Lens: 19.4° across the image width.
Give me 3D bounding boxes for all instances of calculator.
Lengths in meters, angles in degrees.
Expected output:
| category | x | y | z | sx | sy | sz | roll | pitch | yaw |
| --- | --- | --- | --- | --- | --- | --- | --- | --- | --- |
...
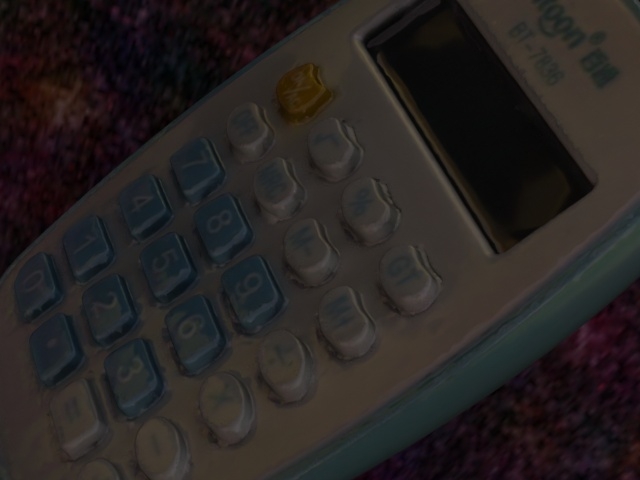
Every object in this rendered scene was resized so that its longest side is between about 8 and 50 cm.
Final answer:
| category | x | y | z | sx | sy | sz | roll | pitch | yaw |
| --- | --- | --- | --- | --- | --- | --- | --- | --- | --- |
| calculator | 0.000 | 0.000 | 0.828 | 0.386 | 0.054 | 0.256 | -33 | 40 | 4 |
